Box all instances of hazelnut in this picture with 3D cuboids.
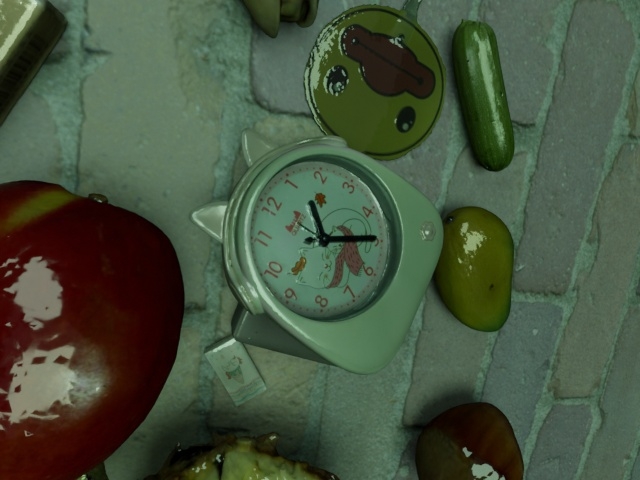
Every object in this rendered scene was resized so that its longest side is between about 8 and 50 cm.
[{"bbox_3d":[0.268,0.405,0.728,0.186,0.210,0.210,-15,109,10],"label":"hazelnut"}]

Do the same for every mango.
[{"bbox_3d":[0.259,0.057,0.680,0.137,0.091,0.238,-11,106,-10],"label":"mango"}]

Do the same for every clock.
[{"bbox_3d":[0.000,0.000,0.539,0.324,0.108,0.265,35,74,-18],"label":"clock"}]

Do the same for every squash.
[{"bbox_3d":[0.253,-0.220,0.623,0.069,0.069,0.239,-27,112,-11],"label":"squash"}]

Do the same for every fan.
[{"bbox_3d":[0.105,-0.266,0.592,0.229,0.011,0.335,22,97,-22],"label":"fan"}]

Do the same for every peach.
[{"bbox_3d":[-0.273,0.102,0.387,0.257,0.201,0.362,33,60,-31],"label":"peach"}]

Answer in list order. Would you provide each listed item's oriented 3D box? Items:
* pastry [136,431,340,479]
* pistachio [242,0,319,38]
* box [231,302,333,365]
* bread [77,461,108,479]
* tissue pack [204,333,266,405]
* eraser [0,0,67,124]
[{"bbox_3d":[-0.085,0.454,0.545,0.405,0.292,0.337,25,122,1],"label":"pastry"},{"bbox_3d":[-0.058,-0.354,0.449,0.135,0.136,0.226,-19,114,-14],"label":"pistachio"},{"bbox_3d":[-0.010,0.131,0.624,0.243,0.055,0.103,21,95,-21],"label":"box"},{"bbox_3d":[-0.375,0.258,0.491,0.129,0.134,0.260,-41,108,-19],"label":"bread"},{"bbox_3d":[-0.129,0.198,0.616,0.056,0.023,0.108,-28,109,-10],"label":"tissue pack"},{"bbox_3d":[-0.427,-0.143,0.406,0.144,0.078,0.343,34,91,-21],"label":"eraser"}]
